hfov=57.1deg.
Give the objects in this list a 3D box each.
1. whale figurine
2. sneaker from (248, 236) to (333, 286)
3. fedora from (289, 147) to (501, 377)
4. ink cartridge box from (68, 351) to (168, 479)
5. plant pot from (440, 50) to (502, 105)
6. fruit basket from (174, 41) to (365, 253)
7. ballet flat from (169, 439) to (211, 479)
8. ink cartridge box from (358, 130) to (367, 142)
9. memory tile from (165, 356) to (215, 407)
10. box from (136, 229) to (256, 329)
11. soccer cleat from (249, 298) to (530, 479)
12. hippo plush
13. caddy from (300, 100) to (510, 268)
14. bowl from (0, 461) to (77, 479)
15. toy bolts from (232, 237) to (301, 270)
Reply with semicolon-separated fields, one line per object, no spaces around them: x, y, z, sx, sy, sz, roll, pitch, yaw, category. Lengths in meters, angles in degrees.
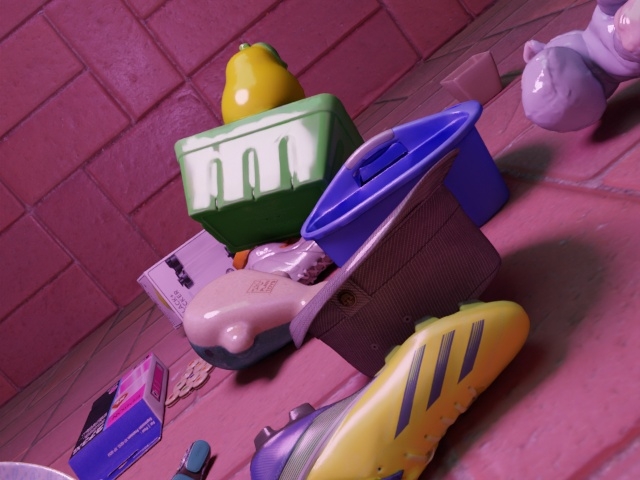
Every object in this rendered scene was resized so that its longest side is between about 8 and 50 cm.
-0.086;0.133;0.959;0.271;0.141;0.216;-7;25;20;whale figurine
-0.020;0.047;1.133;0.262;0.099;0.121;-24;47;21;sneaker
0.093;0.046;0.627;0.275;0.124;0.243;-47;-7;17;fedora
-0.389;0.350;1.157;0.175;0.069;0.371;-41;15;-5;ink cartridge box
0.372;-0.379;1.419;0.109;0.096;0.109;-39;14;2;plant pot
-0.099;-0.201;1.205;0.391;0.283;0.392;-13;57;20;fruit basket
-0.171;0.308;0.753;0.041;0.041;0.114;-33;14;24;ballet flat
-0.015;-0.259;1.804;0.307;0.223;0.129;-23;20;50;ink cartridge box
-0.244;0.259;1.158;0.113;0.012;0.148;-34;13;20;memory tile
-0.308;0.077;1.542;0.290;0.169;0.087;-39;5;-32;box
0.071;0.161;0.510;0.289;0.093;0.121;-34;43;2;soccer cleat
0.366;-0.272;0.766;0.236;0.234;0.294;-22;22;50;hippo plush
0.124;-0.083;0.927;0.341;0.179;0.241;-35;15;19;caddy
-0.429;0.425;0.723;0.289;0.289;0.156;-107;26;-76;bowl
-0.095;-0.011;1.446;0.229;0.158;0.218;-65;1;-49;toy bolts
